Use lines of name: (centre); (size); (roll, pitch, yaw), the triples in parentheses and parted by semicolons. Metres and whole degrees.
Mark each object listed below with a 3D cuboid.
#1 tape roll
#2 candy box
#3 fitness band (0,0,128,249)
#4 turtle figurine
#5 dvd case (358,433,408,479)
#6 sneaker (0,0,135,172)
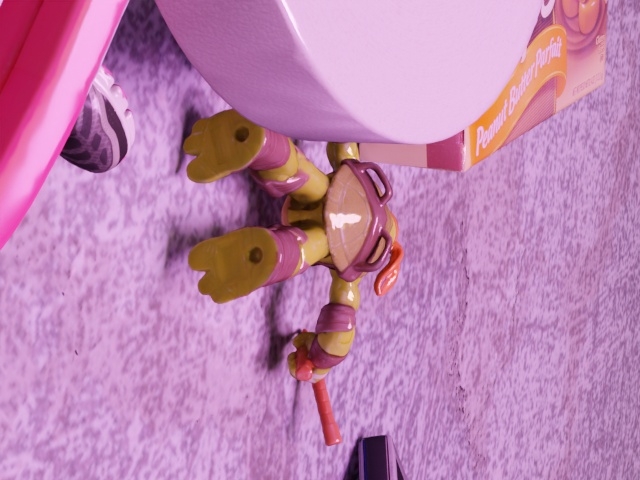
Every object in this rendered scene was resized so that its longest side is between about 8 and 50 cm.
tape roll: (0.025, -0.241, 0.811); (0.392, 0.072, 0.392); (-12, 104, -59)
candy box: (0.131, -0.179, 1.228); (0.316, 0.087, 0.183); (-30, 122, -57)
fitness band: (-0.175, -0.096, 0.602); (0.209, 0.054, 0.291); (28, 84, -46)
turtle figurine: (0.000, 0.000, 1.010); (0.217, 0.087, 0.269); (8, 89, -63)
dvd case: (0.065, 0.285, 1.163); (0.238, 0.029, 0.179); (-90, 165, -46)
sneaker: (-0.148, -0.065, 0.735); (0.170, 0.063, 0.075); (46, 58, -54)
